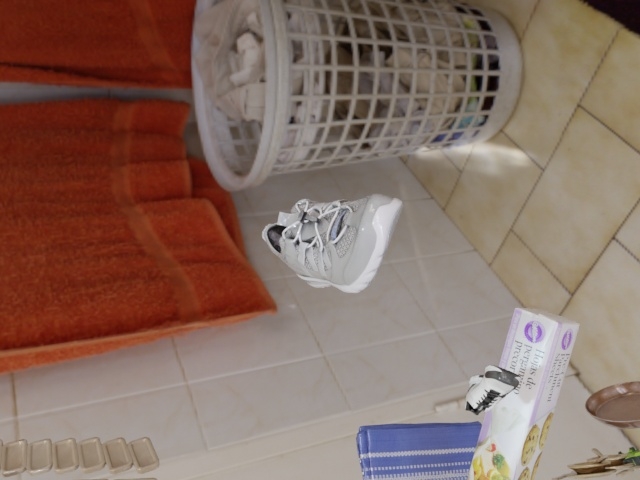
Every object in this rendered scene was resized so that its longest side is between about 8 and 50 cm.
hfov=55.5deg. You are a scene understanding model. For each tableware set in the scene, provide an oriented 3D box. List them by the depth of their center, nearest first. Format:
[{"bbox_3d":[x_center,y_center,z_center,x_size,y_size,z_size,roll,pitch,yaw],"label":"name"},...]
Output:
[{"bbox_3d":[0.521,0.414,1.139,0.128,0.194,0.039,-22,67,36],"label":"tableware set"}]

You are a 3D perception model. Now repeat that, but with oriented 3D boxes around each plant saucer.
[{"bbox_3d":[0.611,0.325,1.194,0.168,0.168,0.029,-6,104,64],"label":"plant saucer"}]

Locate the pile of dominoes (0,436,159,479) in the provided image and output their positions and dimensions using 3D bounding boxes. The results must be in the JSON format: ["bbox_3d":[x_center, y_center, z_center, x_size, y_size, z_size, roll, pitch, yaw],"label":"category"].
[{"bbox_3d":[-0.316,0.313,0.717,0.196,0.251,0.040,-98,8,-67],"label":"pile of dominoes"}]

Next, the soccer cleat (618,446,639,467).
[{"bbox_3d":[0.685,0.448,1.224,0.060,0.178,0.072,29,-133,-69],"label":"soccer cleat"}]

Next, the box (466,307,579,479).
[{"bbox_3d":[0.255,0.251,0.800,0.063,0.067,0.324,20,97,46],"label":"box"}]

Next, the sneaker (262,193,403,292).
[{"bbox_3d":[0.000,0.000,0.741,0.281,0.115,0.105,-28,36,64],"label":"sneaker"}]

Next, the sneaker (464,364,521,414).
[{"bbox_3d":[0.194,0.172,0.689,0.109,0.040,0.044,99,-163,-64],"label":"sneaker"}]

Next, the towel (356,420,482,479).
[{"bbox_3d":[0.179,0.445,0.916,0.040,0.243,0.336,132,137,-55],"label":"towel"}]
